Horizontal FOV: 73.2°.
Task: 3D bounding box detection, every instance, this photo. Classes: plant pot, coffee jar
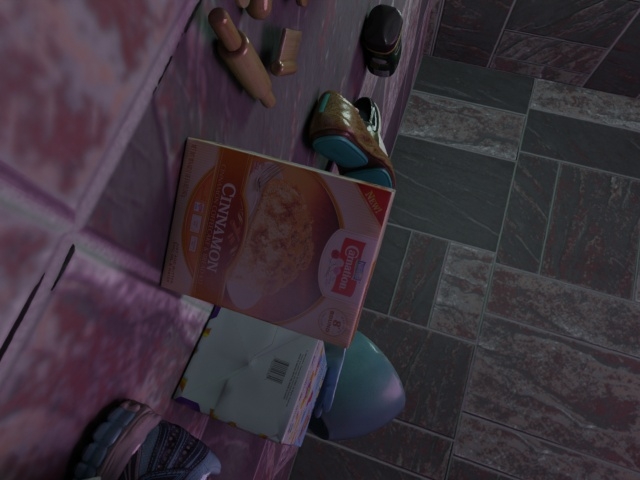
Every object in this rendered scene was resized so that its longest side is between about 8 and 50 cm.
[{"bbox_3d":[0.042,0.392,1.114,0.195,0.290,0.290,-31,146,-32],"label":"plant pot"},{"bbox_3d":[0.146,-0.457,0.997,0.184,0.079,0.096,5,104,-81],"label":"coffee jar"}]

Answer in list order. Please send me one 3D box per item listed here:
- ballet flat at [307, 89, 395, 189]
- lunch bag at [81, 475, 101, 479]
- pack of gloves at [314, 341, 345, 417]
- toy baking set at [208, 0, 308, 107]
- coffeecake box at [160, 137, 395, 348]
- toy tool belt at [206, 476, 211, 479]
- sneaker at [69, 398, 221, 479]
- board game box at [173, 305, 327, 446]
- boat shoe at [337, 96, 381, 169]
[{"bbox_3d":[0.073,-0.182,0.853,0.342,0.116,0.124,30,60,-59],"label":"ballet flat"},{"bbox_3d":[-0.153,0.297,0.236,0.243,0.115,0.304,21,82,-36],"label":"lunch bag"},{"bbox_3d":[-0.022,0.209,0.840,0.046,0.195,0.232,26,77,-47],"label":"pack of gloves"},{"bbox_3d":[-0.054,-0.245,0.399,0.256,0.030,0.197,11,93,-80],"label":"toy baking set"},{"bbox_3d":[-0.039,-0.002,0.402,0.068,0.185,0.142,-32,138,-75],"label":"coffeecake box"},{"bbox_3d":[-0.182,0.355,0.585,0.083,0.052,0.051,-63,157,-44],"label":"toy tool belt"},{"bbox_3d":[-0.158,0.290,0.399,0.110,0.122,0.283,-52,156,-64],"label":"sneaker"},{"bbox_3d":[-0.080,0.206,0.636,0.275,0.142,0.144,85,24,-63],"label":"board game box"},{"bbox_3d":[0.087,-0.254,1.010,0.079,0.084,0.233,48,50,-49],"label":"boat shoe"}]
